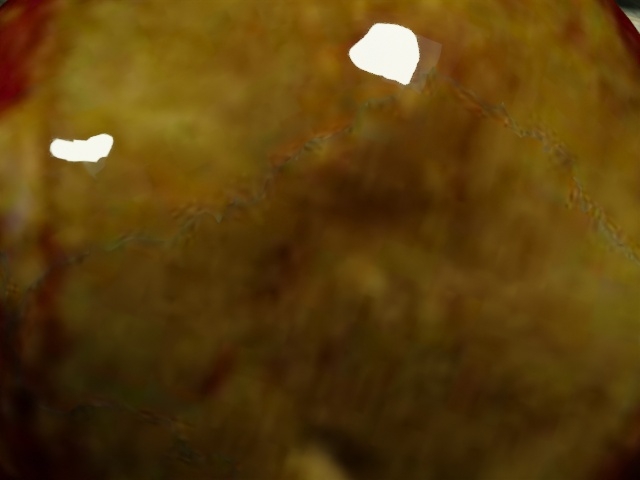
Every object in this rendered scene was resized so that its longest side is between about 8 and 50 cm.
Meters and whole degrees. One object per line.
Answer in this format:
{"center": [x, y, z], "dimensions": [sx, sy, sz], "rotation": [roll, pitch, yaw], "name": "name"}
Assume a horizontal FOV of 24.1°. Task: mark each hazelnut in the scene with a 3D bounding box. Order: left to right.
{"center": [0.000, 0.000, 0.430], "dimensions": [0.234, 0.218, 0.218], "rotation": [21, 30, -8], "name": "hazelnut"}

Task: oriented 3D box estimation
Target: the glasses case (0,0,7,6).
{"center": [-0.210, -0.170, 0.645], "dimensions": [0.355, 0.085, 0.137], "rotation": [18, 35, -10], "name": "glasses case"}
